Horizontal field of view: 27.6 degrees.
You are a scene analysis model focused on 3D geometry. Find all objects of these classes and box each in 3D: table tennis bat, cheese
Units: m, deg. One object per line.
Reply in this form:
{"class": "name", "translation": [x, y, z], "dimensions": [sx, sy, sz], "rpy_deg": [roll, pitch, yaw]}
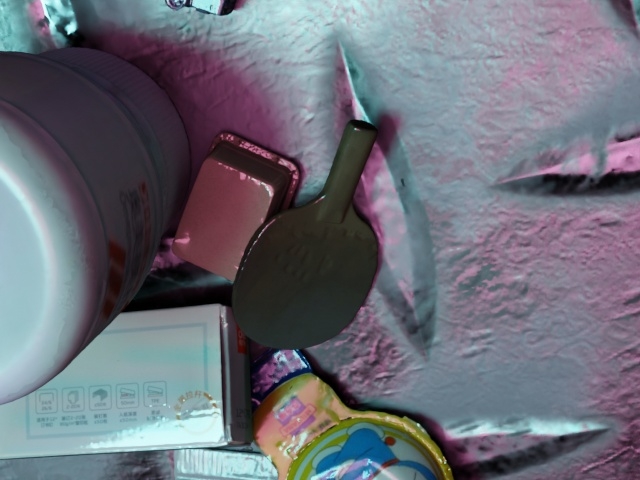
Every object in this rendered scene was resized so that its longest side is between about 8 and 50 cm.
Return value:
{"class": "table tennis bat", "translation": [0.000, 0.000, 1.167], "dimensions": [0.131, 0.022, 0.234], "rpy_deg": [10, 117, -25]}
{"class": "cheese", "translation": [0.019, 0.220, 1.228], "dimensions": [0.177, 0.069, 0.270], "rpy_deg": [-41, 81, 4]}

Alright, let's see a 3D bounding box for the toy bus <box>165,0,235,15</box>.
{"class": "toy bus", "translation": [-0.150, -0.246, 1.133], "dimensions": [0.166, 0.047, 0.065], "rpy_deg": [20, 108, 6]}

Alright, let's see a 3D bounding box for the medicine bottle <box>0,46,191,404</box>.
{"class": "medicine bottle", "translation": [-0.254, -0.030, 1.081], "dimensions": [0.256, 0.325, 0.256], "rpy_deg": [4, 108, 11]}

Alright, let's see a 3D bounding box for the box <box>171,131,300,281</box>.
{"class": "box", "translation": [-0.081, -0.026, 1.183], "dimensions": [0.089, 0.062, 0.122], "rpy_deg": [25, 111, 4]}

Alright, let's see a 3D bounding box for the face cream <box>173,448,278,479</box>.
{"class": "face cream", "translation": [-0.037, 0.418, 1.314], "dimensions": [0.235, 0.137, 0.420], "rpy_deg": [3, 97, 13]}

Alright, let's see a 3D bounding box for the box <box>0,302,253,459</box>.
{"class": "box", "translation": [-0.197, 0.139, 1.231], "dimensions": [0.269, 0.079, 0.135], "rpy_deg": [-6, 80, 15]}
